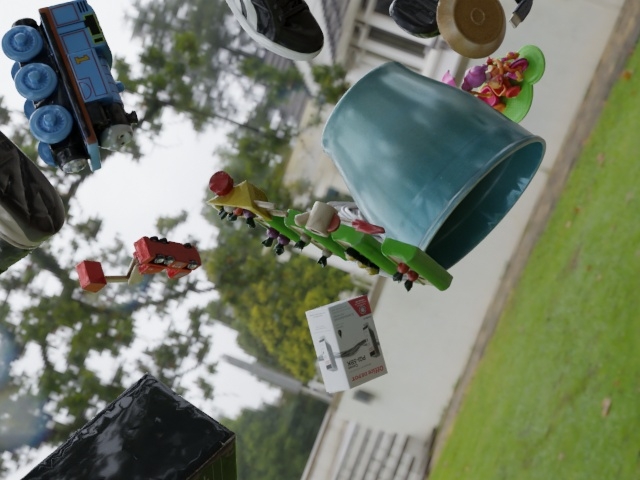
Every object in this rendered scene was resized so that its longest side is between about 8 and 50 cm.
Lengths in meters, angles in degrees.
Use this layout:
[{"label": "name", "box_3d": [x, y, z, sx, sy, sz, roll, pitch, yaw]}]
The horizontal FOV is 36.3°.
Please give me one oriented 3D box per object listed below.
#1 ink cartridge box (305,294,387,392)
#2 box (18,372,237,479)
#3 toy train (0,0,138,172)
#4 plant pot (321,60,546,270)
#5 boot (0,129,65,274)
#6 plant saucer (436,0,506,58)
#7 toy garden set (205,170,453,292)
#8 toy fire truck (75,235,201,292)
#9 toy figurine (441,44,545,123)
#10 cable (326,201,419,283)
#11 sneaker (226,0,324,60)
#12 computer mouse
[{"label": "ink cartridge box", "box_3d": [0.043, 0.165, 1.566, 0.099, 0.056, 0.135, -15, -91, -45]}, {"label": "box", "box_3d": [-0.161, 0.262, 0.794, 0.184, 0.103, 0.261, -43, -29, -36]}, {"label": "toy train", "box_3d": [-0.256, -0.157, 1.001, 0.080, 0.105, 0.184, 105, 143, -67]}, {"label": "plant pot", "box_3d": [0.150, -0.124, 1.460, 0.272, 0.255, 0.271, -39, -20, -17]}, {"label": "boot", "box_3d": [-0.489, -0.064, 1.033, 0.284, 0.377, 0.138, -42, 9, 20]}, {"label": "plant saucer", "box_3d": [0.162, -0.232, 1.021, 0.015, 0.083, 0.083, -12, 54, 68]}, {"label": "toy garden set", "box_3d": [0.000, 0.000, 1.107, 0.204, 0.244, 0.049, 35, -105, -55]}, {"label": "toy fire truck", "box_3d": [-0.316, 0.047, 1.719, 0.135, 0.047, 0.192, -33, -24, 25]}, {"label": "toy figurine", "box_3d": [0.288, -0.274, 1.723, 0.159, 0.130, 0.173, -8, -28, -38]}, {"label": "cable", "box_3d": [0.123, 0.000, 1.936, 0.257, 0.257, 0.089, -10, -58, -61]}, {"label": "sneaker", "box_3d": [-0.067, -0.322, 1.180, 0.079, 0.217, 0.121, -45, -1, -33]}, {"label": "computer mouse", "box_3d": [0.240, -0.384, 1.634, 0.262, 0.184, 0.060, -47, -17, -32]}]
